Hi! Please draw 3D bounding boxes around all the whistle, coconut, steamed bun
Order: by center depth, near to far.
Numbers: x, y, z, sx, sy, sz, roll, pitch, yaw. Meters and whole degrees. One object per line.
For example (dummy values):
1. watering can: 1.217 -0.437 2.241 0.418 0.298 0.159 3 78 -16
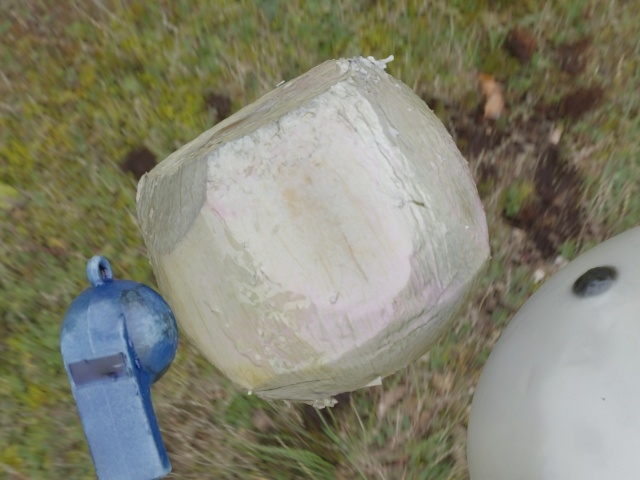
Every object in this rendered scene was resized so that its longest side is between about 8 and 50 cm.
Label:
1. whistle: -0.136 0.086 1.266 0.090 0.090 0.158 -16 97 0
2. steamed bun: 0.293 0.134 1.372 0.374 0.334 0.334 -19 81 -13
3. coconut: 0.000 0.000 1.535 0.297 0.297 0.254 -32 97 -3
